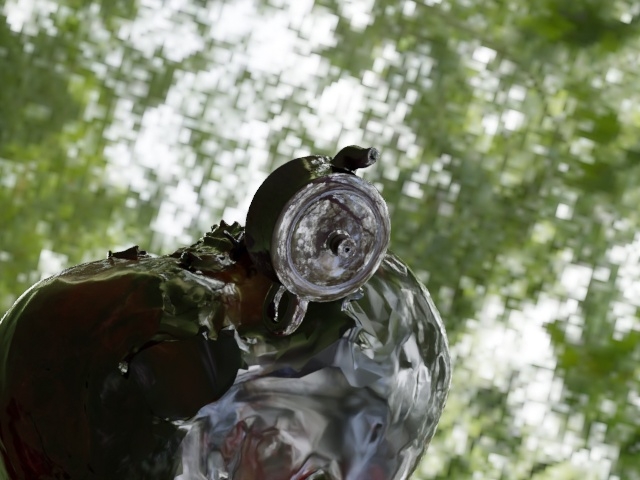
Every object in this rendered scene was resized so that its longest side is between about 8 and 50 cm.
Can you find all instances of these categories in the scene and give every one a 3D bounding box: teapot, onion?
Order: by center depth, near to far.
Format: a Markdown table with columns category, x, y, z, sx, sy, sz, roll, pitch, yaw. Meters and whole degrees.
| category | x | y | z | sx | sy | sz | roll | pitch | yaw |
| --- | --- | --- | --- | --- | --- | --- | --- | --- | --- |
| teapot | 0.000 | 0.000 | 0.864 | 0.045 | 0.068 | 0.100 | 35 | -77 | 55 |
| onion | -0.054 | 0.099 | 1.080 | 0.221 | 0.281 | 0.281 | 92 | -2 | -60 |
